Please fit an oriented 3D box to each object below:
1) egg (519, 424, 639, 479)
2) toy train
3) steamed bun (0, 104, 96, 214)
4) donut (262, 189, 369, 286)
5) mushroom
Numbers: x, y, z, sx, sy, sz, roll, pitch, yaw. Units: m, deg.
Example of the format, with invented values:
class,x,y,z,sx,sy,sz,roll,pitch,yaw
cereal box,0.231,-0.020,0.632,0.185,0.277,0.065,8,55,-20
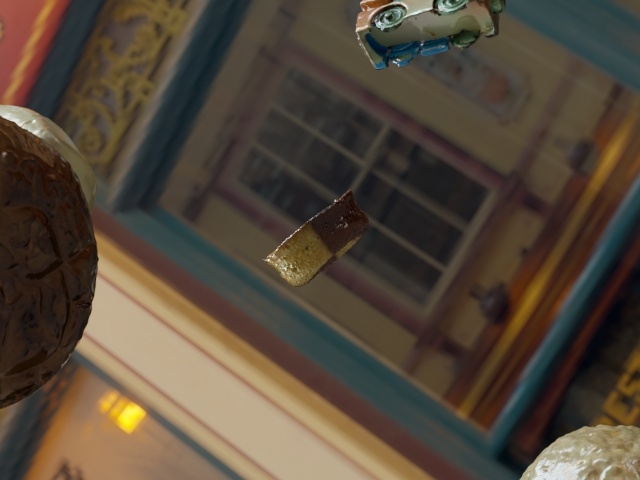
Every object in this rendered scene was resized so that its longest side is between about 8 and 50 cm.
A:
class,x,y,z,sx,sy,sz,roll,pitch,yaw
egg,0.155,0.155,0.880,0.140,0.118,0.116,-90,-5,-46
toy train,0.136,-0.273,2.056,0.099,0.188,0.072,-80,-30,-49
steamed bun,-0.334,-0.030,1.711,0.200,0.250,0.154,-54,-48,-22
donut,0.000,0.000,2.064,0.140,0.059,0.140,-41,-5,-4
mushroom,-0.284,0.019,1.311,0.253,0.153,0.253,-11,-73,-38
